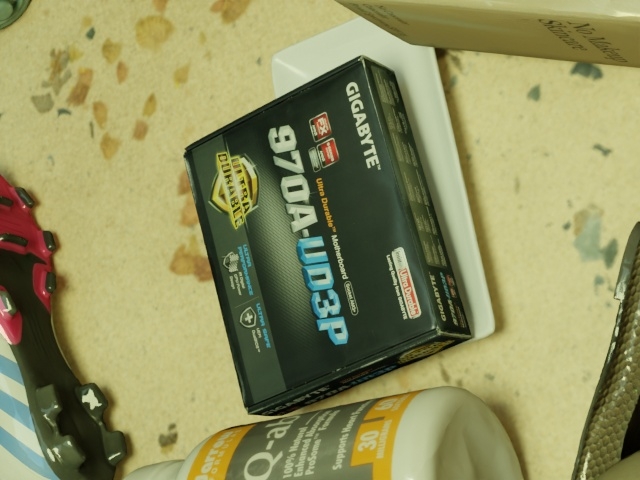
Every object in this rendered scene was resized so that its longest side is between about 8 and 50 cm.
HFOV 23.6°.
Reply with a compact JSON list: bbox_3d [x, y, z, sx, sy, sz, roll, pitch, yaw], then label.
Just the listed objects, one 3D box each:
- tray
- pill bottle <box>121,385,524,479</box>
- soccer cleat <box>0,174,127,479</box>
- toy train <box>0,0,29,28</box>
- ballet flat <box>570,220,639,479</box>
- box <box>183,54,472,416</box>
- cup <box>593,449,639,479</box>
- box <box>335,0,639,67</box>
[{"bbox_3d":[0.047,-0.039,1.158,0.145,0.030,0.270,-20,72,30],"label":"tray"},{"bbox_3d":[-0.007,0.202,1.077,0.278,0.162,0.162,-15,74,30],"label":"pill bottle"},{"bbox_3d":[-0.282,0.092,1.303,0.143,0.116,0.331,-34,66,24],"label":"soccer cleat"},{"bbox_3d":[-0.353,-0.259,1.361,0.334,0.190,0.142,-47,61,19],"label":"toy train"},{"bbox_3d":[0.210,0.110,1.005,0.058,0.084,0.250,11,84,22],"label":"ballet flat"},{"bbox_3d":[0.000,0.000,1.134,0.175,0.051,0.220,-24,69,28],"label":"box"},{"bbox_3d":[0.203,0.277,0.808,0.331,0.237,0.331,1,92,33],"label":"cup"},{"bbox_3d":[0.179,-0.188,1.010,0.311,0.148,0.121,10,87,30],"label":"box"}]
